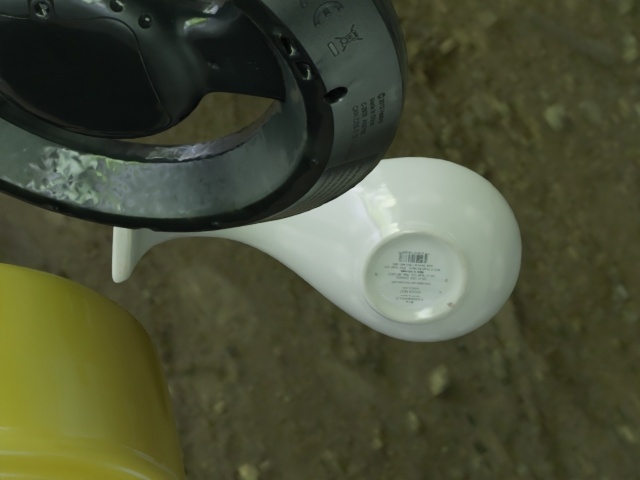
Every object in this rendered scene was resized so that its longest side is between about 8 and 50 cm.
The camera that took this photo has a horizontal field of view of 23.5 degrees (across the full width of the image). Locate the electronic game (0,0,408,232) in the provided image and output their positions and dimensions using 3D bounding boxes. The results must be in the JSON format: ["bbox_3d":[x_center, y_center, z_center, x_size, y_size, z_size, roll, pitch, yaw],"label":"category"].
[{"bbox_3d":[-0.082,-0.073,0.547,0.229,0.229,0.048,38,52,-32],"label":"electronic game"}]

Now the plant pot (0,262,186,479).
[{"bbox_3d":[-0.166,0.172,0.599,0.254,0.254,0.239,25,42,-48],"label":"plant pot"}]

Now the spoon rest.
[{"bbox_3d":[0.000,0.000,1.055,0.276,0.137,0.084,6,25,-2],"label":"spoon rest"}]
